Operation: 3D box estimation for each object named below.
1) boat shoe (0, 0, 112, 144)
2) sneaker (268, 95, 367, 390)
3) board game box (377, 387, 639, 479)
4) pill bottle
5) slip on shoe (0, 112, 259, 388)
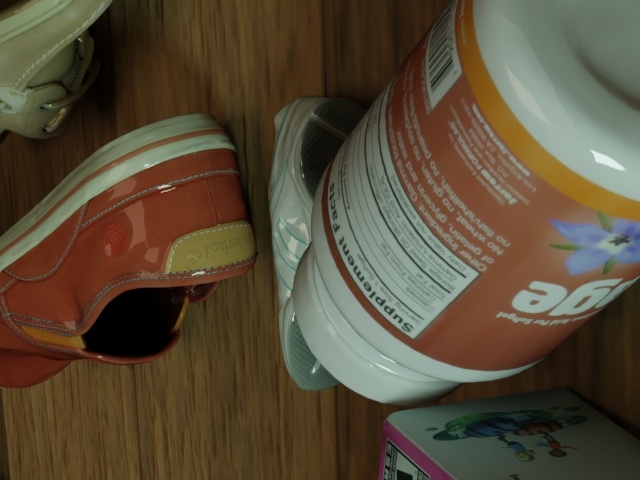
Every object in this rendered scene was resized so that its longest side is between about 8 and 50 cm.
[{"bbox_3d":[-0.186,-0.120,1.057,0.098,0.109,0.302,42,153,-17],"label":"boat shoe"},{"bbox_3d":[0.000,0.000,0.837,0.061,0.053,0.152,-152,62,-63],"label":"sneaker"},{"bbox_3d":[0.120,0.217,0.612,0.303,0.097,0.224,34,124,58],"label":"board game box"},{"bbox_3d":[0.070,-0.019,0.641,0.121,0.121,0.216,66,148,19],"label":"pill bottle"},{"bbox_3d":[-0.138,0.036,1.011,0.331,0.123,0.101,-37,73,51],"label":"slip on shoe"}]
